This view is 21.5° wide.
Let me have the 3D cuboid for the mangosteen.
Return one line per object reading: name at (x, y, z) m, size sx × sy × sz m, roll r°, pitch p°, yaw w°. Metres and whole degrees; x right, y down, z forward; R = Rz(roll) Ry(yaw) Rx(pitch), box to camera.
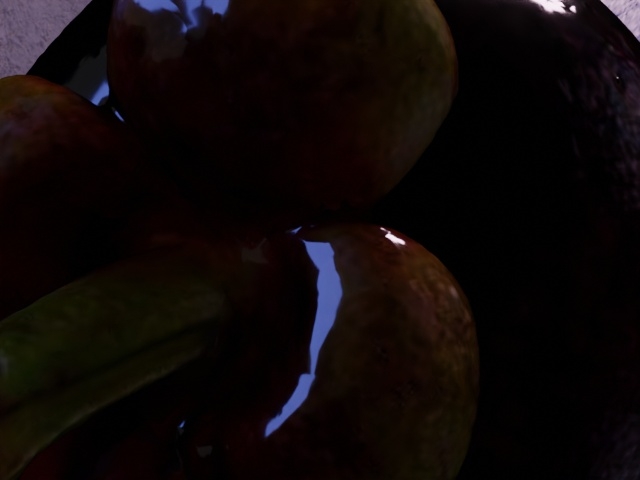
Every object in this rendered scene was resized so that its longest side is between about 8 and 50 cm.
mangosteen at (-0.021, 0.015, 0.779) m, size 0.382 × 0.435 × 0.382 m, roll -8°, pitch 74°, yaw 30°
